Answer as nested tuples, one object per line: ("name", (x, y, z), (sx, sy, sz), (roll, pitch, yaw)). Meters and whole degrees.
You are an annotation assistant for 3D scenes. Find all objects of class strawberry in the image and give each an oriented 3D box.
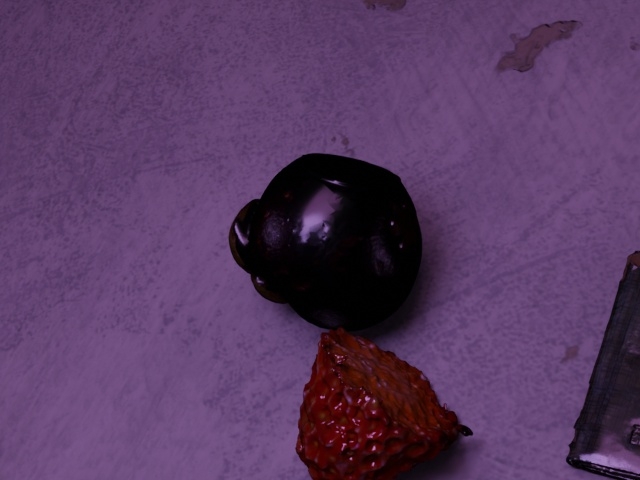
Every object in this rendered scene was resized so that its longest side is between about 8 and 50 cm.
("strawberry", (0.056, 0.241, 1.467), (0.178, 0.234, 0.234), (-53, 49, 17))

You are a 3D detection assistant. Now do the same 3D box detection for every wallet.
("wallet", (0.437, 0.161, 1.431), (0.169, 0.044, 0.317), (11, 61, 26))

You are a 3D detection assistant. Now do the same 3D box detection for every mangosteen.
("mangosteen", (0.002, -0.003, 1.580), (0.287, 0.233, 0.287), (7, 22, -3))
